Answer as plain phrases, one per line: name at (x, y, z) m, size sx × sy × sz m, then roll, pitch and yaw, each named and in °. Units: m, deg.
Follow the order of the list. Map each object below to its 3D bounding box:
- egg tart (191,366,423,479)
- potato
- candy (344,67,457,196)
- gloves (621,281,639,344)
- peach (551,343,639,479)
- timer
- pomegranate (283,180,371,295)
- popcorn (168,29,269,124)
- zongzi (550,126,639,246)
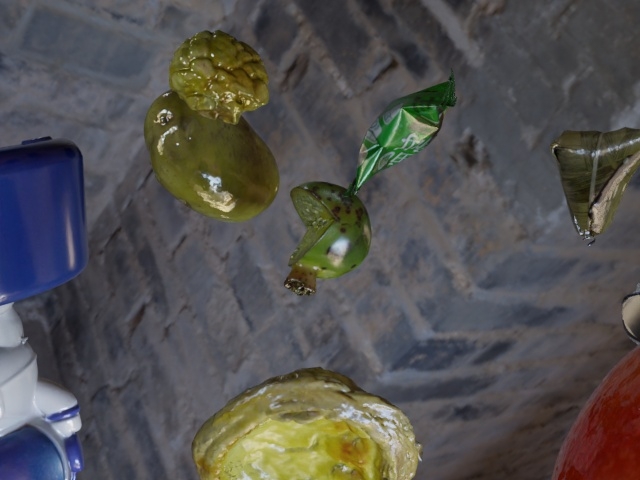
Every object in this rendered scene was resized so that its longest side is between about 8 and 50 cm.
egg tart at (-0.015, 0.243, 0.999) m, size 0.279 × 0.279 × 0.095 m, roll 28°, pitch 36°, yaw -22°
potato at (-0.173, -0.130, 1.320) m, size 0.228 × 0.149 × 0.197 m, roll 15°, pitch 72°, yaw -52°
candy at (0.108, -0.148, 1.156) m, size 0.078 × 0.203 × 0.141 m, roll 49°, pitch 28°, yaw 8°
gloves at (0.473, 0.089, 1.120) m, size 0.229 × 0.097 × 0.119 m, roll -16°, pitch 41°, yaw -40°
peach at (0.337, 0.207, 0.577) m, size 0.388 × 0.388 × 0.388 m, roll 29°, pitch 32°, yaw -20°
timer at (-0.330, 0.106, 0.814) m, size 0.270 × 0.270 × 0.383 m, roll -27°, pitch 109°, yaw -58°
pomegranate at (0.012, 0.000, 1.210) m, size 0.122 × 0.143 × 0.169 m, roll 10°, pitch 67°, yaw -24°
popcorn at (-0.126, -0.192, 1.009) m, size 0.121 × 0.106 × 0.116 m, roll -26°, pitch 97°, yaw -40°
zongzi at (0.516, -0.097, 1.443) m, size 0.094 × 0.204 × 0.204 m, roll -40°, pitch 118°, yaw -44°
